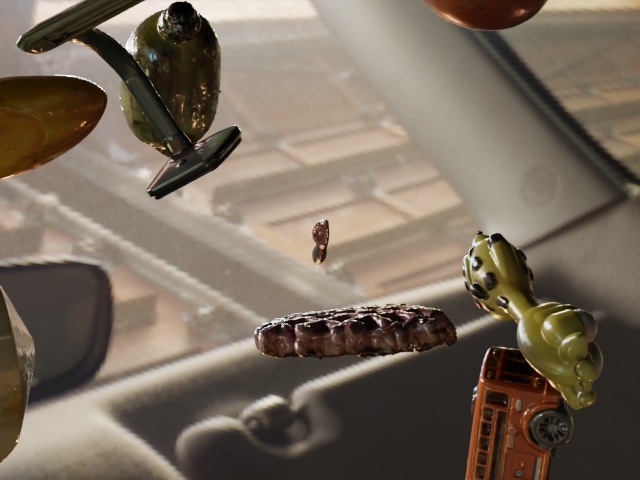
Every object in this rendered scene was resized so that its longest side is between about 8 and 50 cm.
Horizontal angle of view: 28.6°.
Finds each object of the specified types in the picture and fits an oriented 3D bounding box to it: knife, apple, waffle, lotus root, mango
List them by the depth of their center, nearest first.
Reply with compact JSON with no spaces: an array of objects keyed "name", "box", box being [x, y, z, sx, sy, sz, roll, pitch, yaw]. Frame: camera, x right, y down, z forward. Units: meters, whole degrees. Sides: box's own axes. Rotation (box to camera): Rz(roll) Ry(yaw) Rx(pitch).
[{"name":"waffle","box":[0.039,0.099,1.383,0.221,0.055,0.234,-3,177,10]},{"name":"apple","box":[0.265,-0.438,1.918,0.254,0.253,0.253,12,-160,-5]},{"name":"mango","box":[-0.464,-0.192,2.000,0.257,0.187,0.138,-11,-124,-7]},{"name":"lotus root","box":[-0.238,-0.274,2.062,0.173,0.309,0.173,5,-133,-6]},{"name":"knife","box":[0.000,0.000,2.158,0.035,0.018,0.247,46,165,10]}]

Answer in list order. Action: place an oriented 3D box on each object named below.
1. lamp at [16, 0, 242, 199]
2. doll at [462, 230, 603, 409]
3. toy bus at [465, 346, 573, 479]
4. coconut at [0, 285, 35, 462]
[{"name":"lamp","box":[-0.178,-0.192,1.441,0.203,0.283,0.124,-23,-146,22]},{"name":"doll","box":[0.241,0.082,1.432,0.086,0.117,0.291,-20,-146,-11]},{"name":"toy bus","box":[0.282,0.327,1.822,0.153,0.329,0.143,8,-156,11]},{"name":"coconut","box":[-0.505,0.157,1.597,0.323,0.323,0.323,12,-160,-5]}]
